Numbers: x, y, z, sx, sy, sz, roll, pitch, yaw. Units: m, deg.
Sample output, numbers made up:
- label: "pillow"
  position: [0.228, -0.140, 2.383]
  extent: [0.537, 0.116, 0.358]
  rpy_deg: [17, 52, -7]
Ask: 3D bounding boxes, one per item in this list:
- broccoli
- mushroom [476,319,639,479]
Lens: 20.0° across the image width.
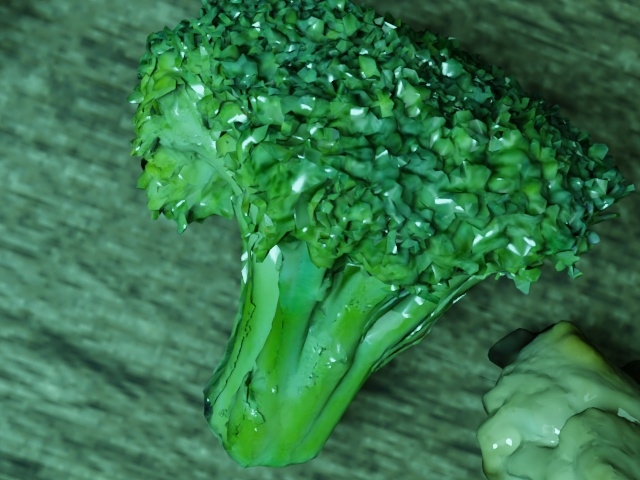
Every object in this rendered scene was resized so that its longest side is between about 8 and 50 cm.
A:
- label: "broccoli"
  position: [0.000, 0.000, 0.722]
  extent: [0.220, 0.194, 0.194]
  rpy_deg: [33, 86, 29]
- label: "mushroom"
  position: [0.254, 0.109, 0.650]
  extent: [0.314, 0.397, 0.224]
  rpy_deg: [-23, 98, -11]
